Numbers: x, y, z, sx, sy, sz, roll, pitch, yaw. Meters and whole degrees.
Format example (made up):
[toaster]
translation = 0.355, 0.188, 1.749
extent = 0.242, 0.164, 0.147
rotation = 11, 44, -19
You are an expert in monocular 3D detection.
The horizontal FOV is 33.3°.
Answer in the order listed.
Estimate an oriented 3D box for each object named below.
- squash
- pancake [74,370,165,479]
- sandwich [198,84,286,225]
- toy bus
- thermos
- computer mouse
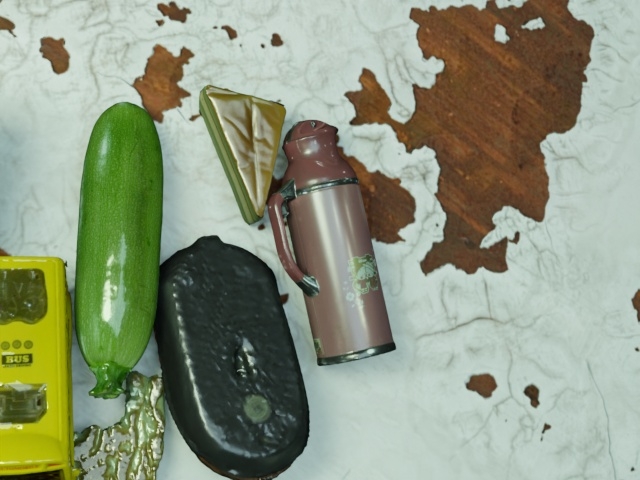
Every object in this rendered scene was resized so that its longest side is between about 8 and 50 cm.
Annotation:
[squash]
translation = -0.249, -0.002, 1.329
extent = 0.107, 0.107, 0.395
rotation = 7, 70, -19
[pancake]
translation = -0.323, 0.314, 1.319
extent = 0.197, 0.054, 0.376
rotation = 45, 70, 0
[sandwich]
translation = -0.122, -0.113, 1.434
extent = 0.113, 0.079, 0.163
rotation = 14, 80, -16
[toy bus]
translation = -0.352, 0.189, 1.239
extent = 0.144, 0.152, 0.330
rotation = 0, 68, -18
[thermos]
translation = 0.001, 0.000, 1.447
extent = 0.136, 0.109, 0.330
rotation = -12, 87, -10
[computer mouse]
translation = -0.119, 0.154, 1.375
extent = 0.183, 0.116, 0.323
rotation = -4, 69, -31
